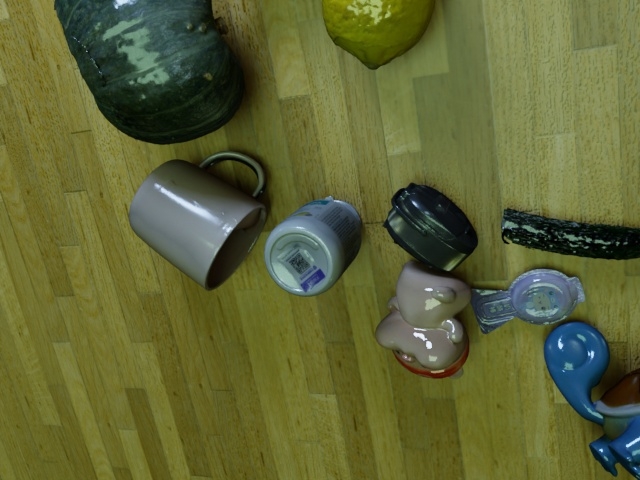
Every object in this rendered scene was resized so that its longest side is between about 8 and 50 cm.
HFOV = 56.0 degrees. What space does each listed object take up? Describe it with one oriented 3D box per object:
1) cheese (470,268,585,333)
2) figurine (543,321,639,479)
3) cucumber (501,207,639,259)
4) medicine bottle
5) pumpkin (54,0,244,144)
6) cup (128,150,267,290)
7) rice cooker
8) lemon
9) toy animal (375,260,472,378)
[{"bbox_3d":[0.362,0.107,1.057,0.191,0.042,0.105,-19,100,28],"label":"cheese"},{"bbox_3d":[0.565,0.288,0.970,0.416,0.243,0.298,11,156,19],"label":"figurine"},{"bbox_3d":[0.420,-0.003,0.984,0.245,0.067,0.067,12,113,14],"label":"cucumber"},{"bbox_3d":[0.000,0.000,1.053,0.135,0.215,0.135,7,112,18],"label":"medicine bottle"},{"bbox_3d":[-0.281,-0.325,1.010,0.257,0.291,0.328,-21,90,-1],"label":"pumpkin"},{"bbox_3d":[-0.220,-0.064,1.146,0.200,0.191,0.253,34,88,9],"label":"cup"},{"bbox_3d":[0.188,-0.022,1.035,0.165,0.112,0.106,34,123,7],"label":"rice cooker"},{"bbox_3d":[0.086,-0.371,0.909,0.180,0.180,0.193,-2,130,21],"label":"lemon"},{"bbox_3d":[0.190,0.148,1.077,0.171,0.171,0.198,8,108,18],"label":"toy animal"}]
